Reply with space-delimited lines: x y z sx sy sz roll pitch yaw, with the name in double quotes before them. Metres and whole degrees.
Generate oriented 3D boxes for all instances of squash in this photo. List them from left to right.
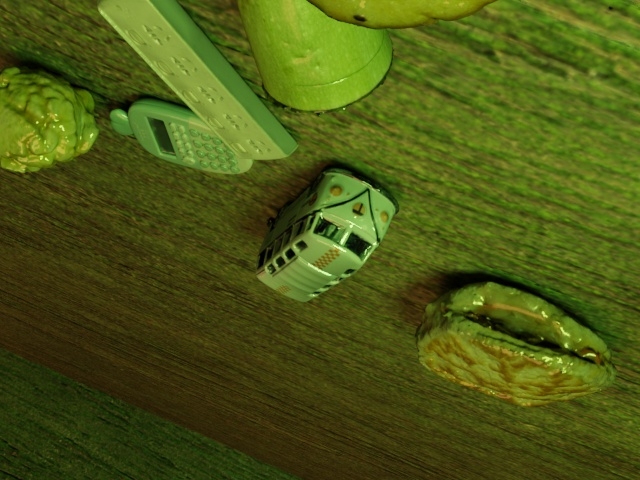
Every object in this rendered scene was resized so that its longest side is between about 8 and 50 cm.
"squash" -0.011 -0.181 0.483 0.094 0.094 0.224 15 147 20

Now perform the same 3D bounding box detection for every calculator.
"calculator" -0.137 -0.102 0.821 0.153 0.021 0.095 18 156 12

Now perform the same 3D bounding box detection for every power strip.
"power strip" -0.104 -0.143 0.696 0.060 0.027 0.253 3 149 40

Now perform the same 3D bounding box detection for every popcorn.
"popcorn" -0.281 -0.123 0.824 0.106 0.116 0.120 64 171 -18

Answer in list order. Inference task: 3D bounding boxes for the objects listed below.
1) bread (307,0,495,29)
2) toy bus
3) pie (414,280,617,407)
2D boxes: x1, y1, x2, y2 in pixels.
"bread" 0.051 -0.187 0.408 0.187 0.065 0.149 -24 124 38
"toy bus" 0.000 0.000 0.824 0.087 0.089 0.194 29 155 -12
"pie" 0.203 0.115 0.879 0.205 0.084 0.179 19 157 8
